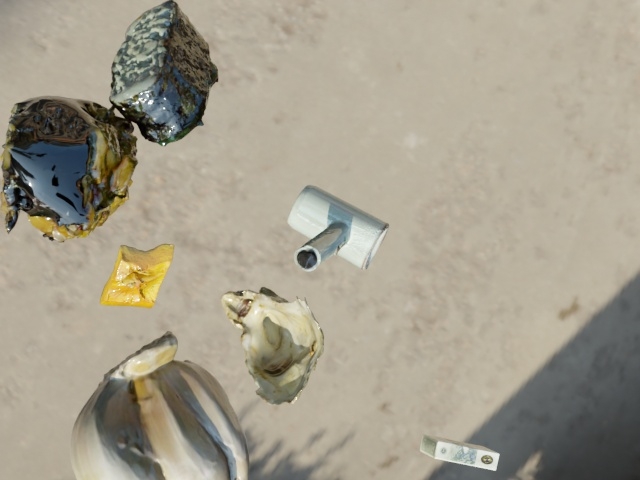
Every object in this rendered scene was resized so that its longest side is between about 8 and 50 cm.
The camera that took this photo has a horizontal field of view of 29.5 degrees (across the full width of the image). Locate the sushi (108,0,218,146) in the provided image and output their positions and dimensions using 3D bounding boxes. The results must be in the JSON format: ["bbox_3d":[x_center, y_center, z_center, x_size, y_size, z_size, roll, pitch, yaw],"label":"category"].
[{"bbox_3d":[-0.232,-0.245,1.814,0.124,0.225,0.127,-25,132,24],"label":"sushi"}]

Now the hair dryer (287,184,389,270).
[{"bbox_3d":[0.000,0.000,1.614,0.073,0.131,0.236,-64,172,21],"label":"hair dryer"}]

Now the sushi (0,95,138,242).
[{"bbox_3d":[-0.371,-0.105,1.803,0.204,0.213,0.200,7,130,-14],"label":"sushi"}]

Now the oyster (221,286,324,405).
[{"bbox_3d":[-0.060,0.145,1.824,0.107,0.232,0.161,28,95,-40],"label":"oyster"}]

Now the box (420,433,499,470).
[{"bbox_3d":[0.170,0.259,1.490,0.083,0.054,0.024,14,89,-15],"label":"box"}]

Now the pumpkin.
[{"bbox_3d":[-0.224,0.049,1.505,0.073,0.035,0.101,2,125,-31],"label":"pumpkin"}]

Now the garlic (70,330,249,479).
[{"bbox_3d":[-0.256,0.323,1.934,0.279,0.132,0.325,-19,78,-20],"label":"garlic"}]
